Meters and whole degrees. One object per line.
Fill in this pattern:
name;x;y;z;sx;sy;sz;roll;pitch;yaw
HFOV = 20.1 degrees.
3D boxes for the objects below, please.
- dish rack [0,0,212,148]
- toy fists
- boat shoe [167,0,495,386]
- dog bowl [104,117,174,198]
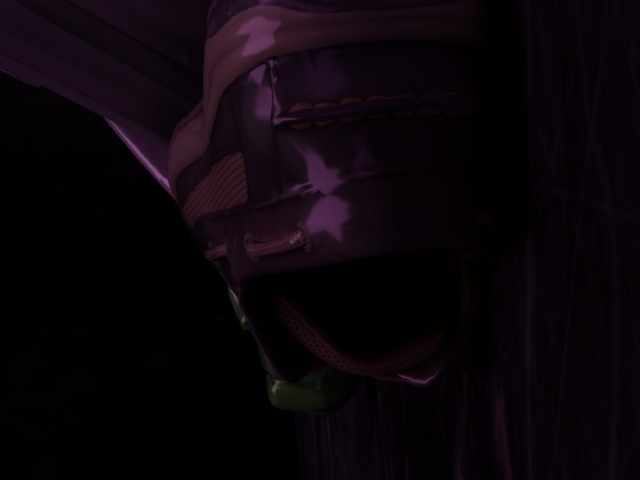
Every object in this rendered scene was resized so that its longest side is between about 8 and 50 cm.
dish rack;-0.054;-0.188;0.849;0.333;0.072;0.285;26;-120;-57
toy fists;-0.030;0.005;1.445;0.142;0.096;0.279;81;178;-79
boat shoe;0.000;0.000;0.772;0.355;0.132;0.130;92;173;-75
dog bowl;-0.108;-0.146;1.238;0.349;0.102;0.349;50;169;13
